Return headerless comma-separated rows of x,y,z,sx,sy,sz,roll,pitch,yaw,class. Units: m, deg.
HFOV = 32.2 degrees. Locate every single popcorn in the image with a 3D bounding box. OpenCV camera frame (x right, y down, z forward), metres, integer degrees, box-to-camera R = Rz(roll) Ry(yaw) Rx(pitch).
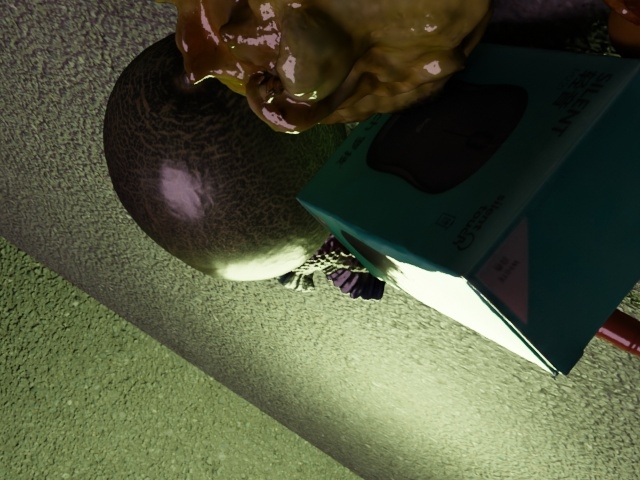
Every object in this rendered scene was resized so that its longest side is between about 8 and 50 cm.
0.004,-0.190,0.826,0.286,0.252,0.215,-25,79,63,popcorn

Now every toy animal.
0.003,-0.004,1.388,0.218,0.116,0.179,40,161,-1,toy animal

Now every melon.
-0.090,-0.084,1.162,0.249,0.248,0.329,25,165,21,melon

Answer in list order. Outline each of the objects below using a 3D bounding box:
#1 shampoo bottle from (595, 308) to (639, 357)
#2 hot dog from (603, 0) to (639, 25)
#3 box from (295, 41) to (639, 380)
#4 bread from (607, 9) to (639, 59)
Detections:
0.255,0.058,1.207,0.244,0.085,0.085,28,160,9,shampoo bottle
0.214,-0.210,0.572,0.272,0.122,0.196,40,134,-16,hot dog
0.132,-0.045,0.872,0.118,0.205,0.311,41,175,-27,box
0.269,-0.138,0.742,0.114,0.077,0.189,39,157,-28,bread
